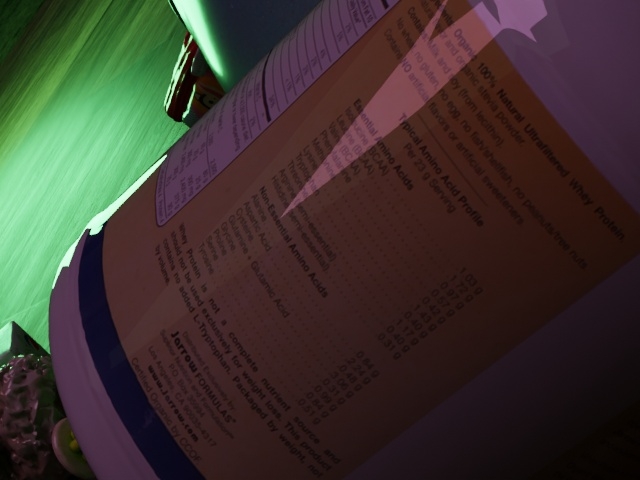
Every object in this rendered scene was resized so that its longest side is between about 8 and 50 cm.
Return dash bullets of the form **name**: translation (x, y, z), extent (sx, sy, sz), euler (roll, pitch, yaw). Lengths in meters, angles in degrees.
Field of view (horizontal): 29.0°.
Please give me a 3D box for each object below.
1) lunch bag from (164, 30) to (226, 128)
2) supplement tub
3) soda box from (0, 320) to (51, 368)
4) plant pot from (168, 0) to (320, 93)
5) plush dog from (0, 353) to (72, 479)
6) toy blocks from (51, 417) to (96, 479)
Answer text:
- **lunch bag**: translation (-0.011, -0.220, 1.029), extent (0.293, 0.120, 0.258), euler (-61, 5, -17)
- **supplement tub**: translation (0.071, -0.006, 0.494), extent (0.316, 0.228, 0.228), euler (-41, 25, 22)
- **soda box**: translation (-0.341, 0.177, 1.150), extent (0.216, 0.074, 0.069), euler (-40, 23, 6)
- **plant pot**: translation (0.055, -0.138, 0.717), extent (0.272, 0.272, 0.255), euler (-43, 39, 18)
- **plush dog**: translation (-0.337, 0.190, 0.960), extent (0.211, 0.225, 0.262), euler (-29, 31, 41)
- **toy blocks**: translation (-0.130, 0.099, 0.935), extent (0.148, 0.054, 0.123), euler (-38, 25, 27)
